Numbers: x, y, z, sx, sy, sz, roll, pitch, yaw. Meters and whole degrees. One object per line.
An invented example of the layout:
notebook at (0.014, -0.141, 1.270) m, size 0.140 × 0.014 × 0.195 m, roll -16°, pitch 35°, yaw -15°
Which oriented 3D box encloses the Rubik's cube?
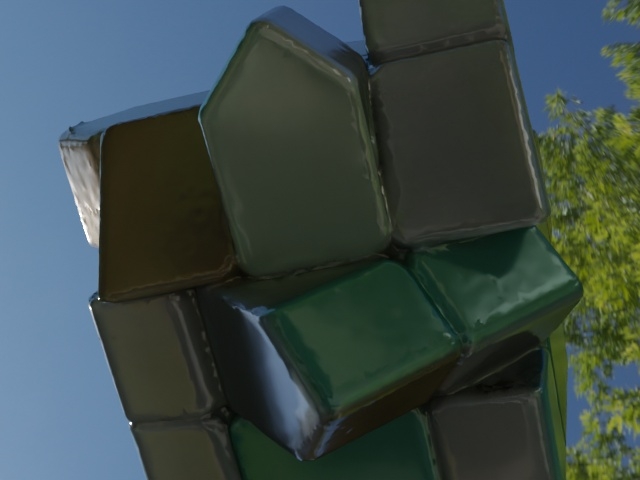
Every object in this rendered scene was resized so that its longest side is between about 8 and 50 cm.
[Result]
Rubik's cube at (0.000, 0.000, 0.424) m, size 0.224 × 0.265 × 0.213 m, roll -8°, pitch -71°, yaw 16°
